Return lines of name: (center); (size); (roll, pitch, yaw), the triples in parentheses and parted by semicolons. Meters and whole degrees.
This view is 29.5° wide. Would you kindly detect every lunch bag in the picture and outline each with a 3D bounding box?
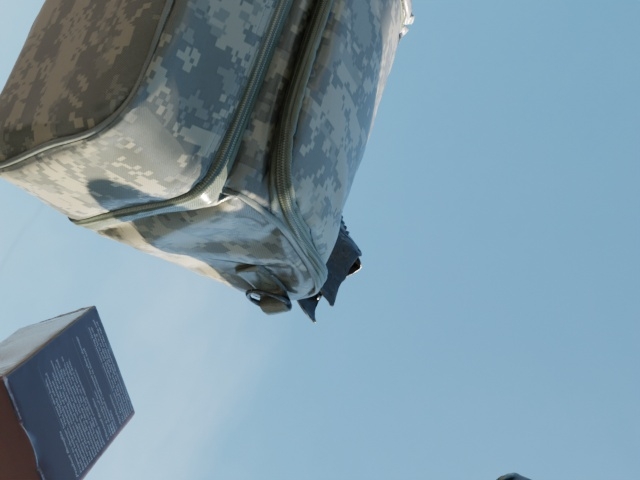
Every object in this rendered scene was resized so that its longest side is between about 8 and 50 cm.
lunch bag: (-0.066, -0.128, 0.927); (0.212, 0.256, 0.305); (-9, -125, 44)

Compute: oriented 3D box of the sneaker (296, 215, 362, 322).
sneaker: (0.002, -0.002, 1.074); (0.051, 0.089, 0.170); (-38, -175, 28)

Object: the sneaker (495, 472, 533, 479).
sneaker: (0.108, 0.272, 0.981); (0.178, 0.295, 0.124); (117, -35, -46)

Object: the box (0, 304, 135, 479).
box: (-0.394, 0.238, 1.687); (0.143, 0.191, 0.381); (-18, -172, 8)
